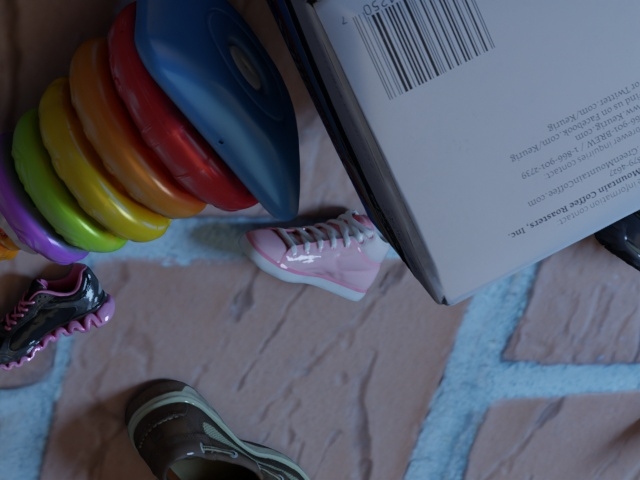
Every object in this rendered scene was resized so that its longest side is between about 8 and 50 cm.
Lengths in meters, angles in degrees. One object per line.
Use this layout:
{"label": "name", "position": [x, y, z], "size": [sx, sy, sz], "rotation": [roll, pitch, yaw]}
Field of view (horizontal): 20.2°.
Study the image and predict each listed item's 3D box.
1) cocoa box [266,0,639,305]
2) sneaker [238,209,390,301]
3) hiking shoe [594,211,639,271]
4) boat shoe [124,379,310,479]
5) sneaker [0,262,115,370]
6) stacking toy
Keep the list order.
{"label": "cocoa box", "position": [0.163, -0.155, 1.215], "size": [0.347, 0.228, 0.231], "rotation": [-27, 110, -3]}
{"label": "sneaker", "position": [0.000, 0.000, 1.425], "size": [0.134, 0.051, 0.070], "rotation": [19, 115, -39]}
{"label": "hiking shoe", "position": [0.331, -0.017, 1.560], "size": [0.227, 0.086, 0.114], "rotation": [13, 106, -39]}
{"label": "boat shoe", "position": [-0.074, 0.223, 1.536], "size": [0.095, 0.095, 0.257], "rotation": [-41, 132, 9]}
{"label": "sneaker", "position": [-0.219, 0.055, 1.372], "size": [0.119, 0.047, 0.057], "rotation": [-28, 127, -13]}
{"label": "stacking toy", "position": [-0.170, -0.043, 1.256], "size": [0.302, 0.166, 0.175], "rotation": [-32, 119, 16]}
